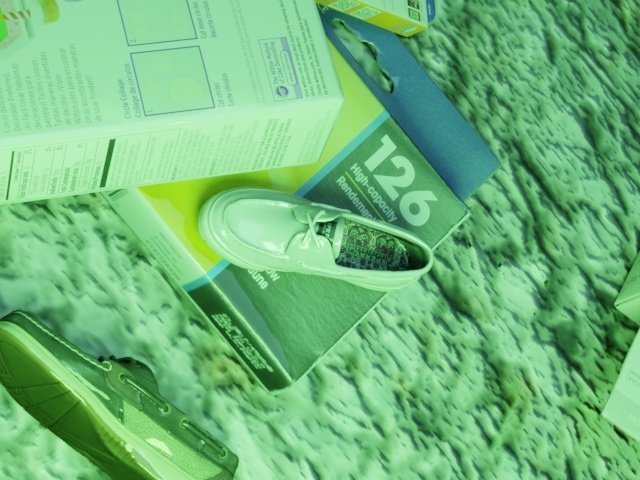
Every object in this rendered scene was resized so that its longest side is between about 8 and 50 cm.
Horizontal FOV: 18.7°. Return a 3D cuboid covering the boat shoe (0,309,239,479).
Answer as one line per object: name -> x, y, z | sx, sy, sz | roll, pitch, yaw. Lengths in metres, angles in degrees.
boat shoe -> -0.151, 0.121, 1.432 | 0.223, 0.080, 0.073 | 44, 57, -17

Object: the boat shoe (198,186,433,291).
boat shoe -> 0.000, 0.000, 1.469 | 0.184, 0.063, 0.066 | 21, 71, -23

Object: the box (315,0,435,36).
box -> 0.044, -0.221, 1.611 | 0.136, 0.028, 0.081 | 16, 64, -49

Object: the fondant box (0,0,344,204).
fondant box -> -0.174, -0.159, 1.407 | 0.330, 0.096, 0.238 | -8, 65, -18

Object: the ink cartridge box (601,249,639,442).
ink cartridge box -> 0.384, 0.128, 1.702 | 0.296, 0.066, 0.261 | 36, 64, -15

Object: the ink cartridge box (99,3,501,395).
ink cartridge box -> -0.026, -0.089, 1.547 | 0.307, 0.072, 0.303 | -44, 98, -25
